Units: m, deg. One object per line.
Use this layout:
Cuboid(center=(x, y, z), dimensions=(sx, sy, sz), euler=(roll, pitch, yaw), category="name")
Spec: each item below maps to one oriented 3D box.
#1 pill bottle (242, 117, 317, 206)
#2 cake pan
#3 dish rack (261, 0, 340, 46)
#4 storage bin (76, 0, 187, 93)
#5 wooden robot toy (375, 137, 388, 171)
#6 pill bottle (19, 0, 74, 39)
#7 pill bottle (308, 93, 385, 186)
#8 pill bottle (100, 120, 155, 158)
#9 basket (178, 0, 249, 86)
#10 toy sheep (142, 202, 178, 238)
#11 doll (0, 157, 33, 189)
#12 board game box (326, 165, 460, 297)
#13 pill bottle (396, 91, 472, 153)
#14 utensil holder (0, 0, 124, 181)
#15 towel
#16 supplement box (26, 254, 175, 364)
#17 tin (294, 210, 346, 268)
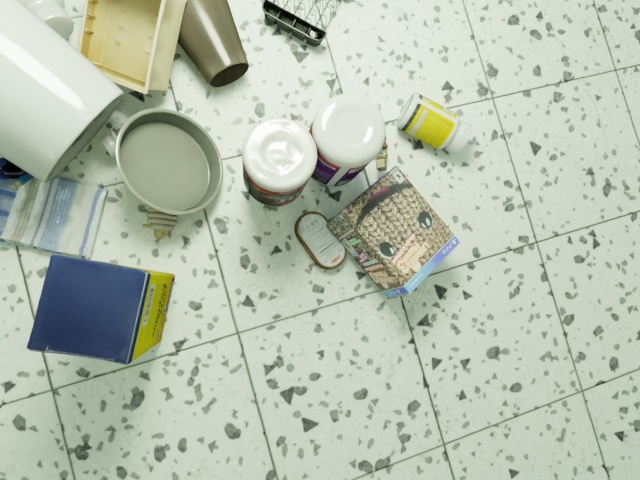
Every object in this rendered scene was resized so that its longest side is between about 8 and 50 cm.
Cuboid(center=(-0.116, -0.185, 1.151), dimensions=(0.176, 0.318, 0.176), euler=(1, 85, -9), category="pill bottle")
Cuboid(center=(-0.404, -0.206, 1.176), dimensions=(0.293, 0.054, 0.293), euler=(12, 71, -39), category="cake pan")
Cuboid(center=(-0.037, -0.748, 1.344), dimensions=(0.208, 0.074, 0.272), euler=(27, 81, -7), category="dish rack")
Cuboid(center=(-0.515, -0.557, 1.148), dimensions=(0.260, 0.123, 0.262), euler=(22, 109, 5), category="storage bin")
Cuboid(center=(0.161, -0.293, 1.351), dimensions=(0.079, 0.076, 0.173), euler=(-10, 86, 25), category="wooden robot toy")
Cuboid(center=(-0.792, -0.668, 1.167), dimensions=(0.152, 0.152, 0.272), euler=(-38, 92, -11), category="pill bottle")
Cuboid(center=(0.047, -0.252, 1.183), dimensions=(0.181, 0.323, 0.182), euler=(1, 85, -10), category="pill bottle")
Cuboid(center=(-0.529, -0.287, 1.213), dimensions=(0.137, 0.078, 0.078), euler=(-33, 91, -11), category="pill bottle")
Cuboid(center=(-0.311, -0.573, 1.246), dimensions=(0.204, 0.154, 0.227), euler=(-29, 94, -13), category="basket")
Cuboid(center=(-0.437, -0.069, 1.205), dimensions=(0.091, 0.091, 0.132), euler=(5, 90, -9), category="toy sheep")
Cuboid(center=(-0.808, -0.188, 1.150), dimensions=(0.189, 0.046, 0.129), euler=(-8, 60, -22), category="doll")
Cuboid(center=(0.207, -0.021, 1.264), dimensions=(0.232, 0.141, 0.291), euler=(-41, 92, -20), category="board game box")
Cuboid(center=(0.352, -0.356, 1.350), dimensions=(0.208, 0.119, 0.119), euler=(26, 81, -6), category="pill bottle")
Cuboid(center=(-0.723, -0.370, 1.021), dimensions=(0.385, 0.327, 0.328), euler=(41, 79, -24), category="utensil holder")
Cuboid(center=(-0.740, -0.074, 1.180), dimensions=(0.285, 0.034, 0.209), euler=(13, 82, -8), category="towel")
Cuboid(center=(-0.487, 0.154, 1.036), dimensions=(0.194, 0.356, 0.195), euler=(11, 83, -8), category="supplement box")
Cuboid(center=(0.000, 0.000, 1.299), dimensions=(0.106, 0.040, 0.190), euler=(-37, 92, -7), category="tin")
